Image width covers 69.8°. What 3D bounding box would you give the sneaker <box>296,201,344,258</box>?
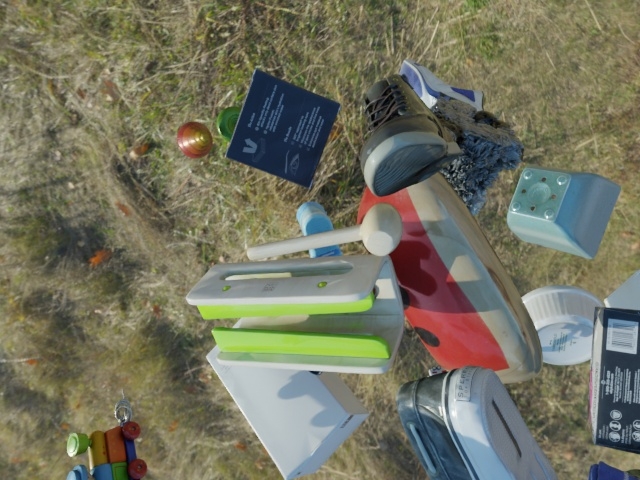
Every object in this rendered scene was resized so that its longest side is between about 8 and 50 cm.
[{"bbox_3d":[0.000,0.000,1.667,0.127,0.208,0.318,-14,123,-6],"label":"sneaker"}]

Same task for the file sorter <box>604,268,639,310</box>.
[{"bbox_3d":[0.842,0.225,1.080,0.173,0.277,0.192,-2,148,1],"label":"file sorter"}]

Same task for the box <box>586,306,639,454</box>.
[{"bbox_3d":[0.594,0.254,0.851,0.163,0.142,0.247,4,85,26],"label":"box"}]

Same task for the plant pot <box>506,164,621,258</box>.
[{"bbox_3d":[0.725,-0.113,1.428,0.252,0.247,0.247,17,94,-41],"label":"plant pot"}]

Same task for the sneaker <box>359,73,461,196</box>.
[{"bbox_3d":[0.070,-0.117,0.475,0.083,0.222,0.118,-37,82,24],"label":"sneaker"}]

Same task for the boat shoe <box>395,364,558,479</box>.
[{"bbox_3d":[0.195,0.281,0.541,0.119,0.121,0.335,-14,109,40],"label":"boat shoe"}]

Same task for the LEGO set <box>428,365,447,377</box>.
[{"bbox_3d":[0.438,0.383,1.354,0.183,0.060,0.244,22,134,-31],"label":"LEGO set"}]

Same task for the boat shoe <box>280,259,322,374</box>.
[{"bbox_3d":[-0.026,0.143,0.807,0.109,0.089,0.258,-14,129,21],"label":"boat shoe"}]

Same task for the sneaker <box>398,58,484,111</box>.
[{"bbox_3d":[0.378,-0.417,1.385,0.315,0.182,0.127,51,139,27],"label":"sneaker"}]

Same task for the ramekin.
[{"bbox_3d":[0.757,0.278,1.447,0.273,0.127,0.272,8,131,9],"label":"ramekin"}]

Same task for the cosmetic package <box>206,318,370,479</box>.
[{"bbox_3d":[-0.089,0.364,1.161,0.217,0.385,0.156,-47,150,5],"label":"cosmetic package"}]

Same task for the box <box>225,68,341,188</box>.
[{"bbox_3d":[-0.068,-0.193,0.815,0.158,0.093,0.155,20,97,-10],"label":"box"}]

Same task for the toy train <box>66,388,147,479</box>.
[{"bbox_3d":[-0.487,0.440,1.015,0.105,0.248,0.143,-44,141,19],"label":"toy train"}]

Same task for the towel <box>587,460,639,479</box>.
[{"bbox_3d":[0.548,0.412,0.617,0.336,0.243,0.040,5,94,34],"label":"towel"}]

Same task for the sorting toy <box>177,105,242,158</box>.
[{"bbox_3d":[-0.288,-0.381,1.527,0.126,0.366,0.127,12,126,59],"label":"sorting toy"}]

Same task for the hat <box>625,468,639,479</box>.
[{"bbox_3d":[0.604,0.530,0.799,0.209,0.183,0.172,6,98,-28],"label":"hat"}]

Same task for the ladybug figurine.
[{"bbox_3d":[0.197,0.057,0.759,0.162,0.305,0.449,-31,100,9],"label":"ladybug figurine"}]

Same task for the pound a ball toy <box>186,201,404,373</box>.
[{"bbox_3d":[-0.020,0.054,0.620,0.319,0.135,0.208,-6,117,26],"label":"pound a ball toy"}]

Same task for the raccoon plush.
[{"bbox_3d":[0.235,-0.150,1.049,0.447,0.216,0.299,-3,134,-29],"label":"raccoon plush"}]
